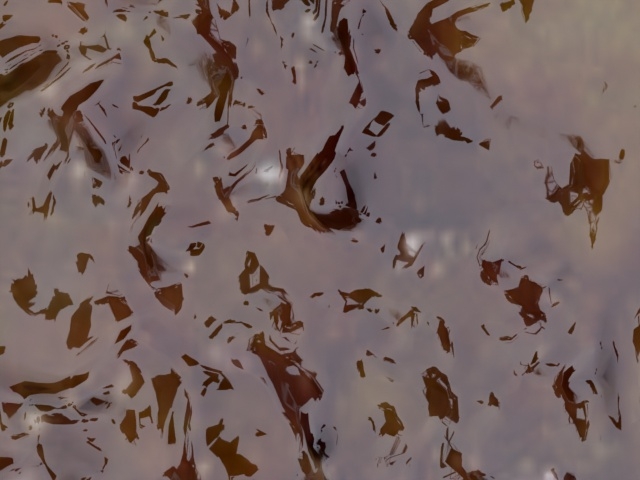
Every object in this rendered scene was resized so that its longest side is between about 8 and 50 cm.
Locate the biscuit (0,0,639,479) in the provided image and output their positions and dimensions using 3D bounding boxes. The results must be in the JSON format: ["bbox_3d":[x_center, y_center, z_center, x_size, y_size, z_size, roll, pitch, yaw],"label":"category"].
[{"bbox_3d":[0.000,0.000,0.847,0.395,0.166,0.343,2,90,-29],"label":"biscuit"}]
